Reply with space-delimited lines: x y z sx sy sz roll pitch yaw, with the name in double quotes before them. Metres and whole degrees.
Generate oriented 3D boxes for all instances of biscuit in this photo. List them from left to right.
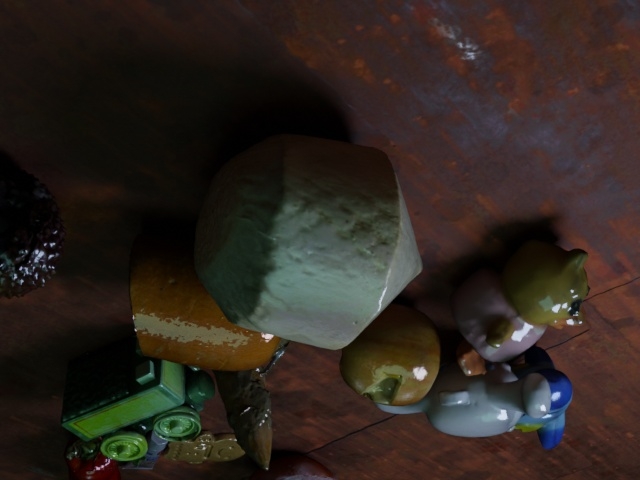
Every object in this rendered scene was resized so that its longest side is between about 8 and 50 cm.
"biscuit" -0.243 0.447 2.062 0.184 0.027 0.133 13 136 -26

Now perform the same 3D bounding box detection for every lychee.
"lychee" -0.438 -0.008 1.314 0.188 0.188 0.188 -6 142 -4

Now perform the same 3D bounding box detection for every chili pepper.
"chili pepper" -0.466 0.473 1.992 0.110 0.110 0.387 -3 148 -8

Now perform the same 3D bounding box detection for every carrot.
"carrot" -0.151 0.108 1.503 0.331 0.193 0.214 6 141 -18
"carrot" -0.130 0.278 1.679 0.102 0.263 0.102 -14 151 -8

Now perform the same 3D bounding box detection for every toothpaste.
"toothpaste" -0.364 0.448 2.030 0.067 0.043 0.194 6 146 -23

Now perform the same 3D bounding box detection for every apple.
"apple" 0.116 0.199 1.689 0.199 0.199 0.199 -6 142 -4

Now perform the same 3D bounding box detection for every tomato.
"tomato" -0.064 0.536 2.144 0.199 0.112 0.228 -36 137 19

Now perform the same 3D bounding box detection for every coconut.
"coconut" 0.000 0.000 1.332 0.329 0.328 0.329 -6 142 -4

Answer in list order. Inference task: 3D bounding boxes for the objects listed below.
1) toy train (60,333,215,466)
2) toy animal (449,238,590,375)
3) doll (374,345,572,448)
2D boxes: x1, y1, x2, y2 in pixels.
"toy train" -0.329 0.279 1.725 0.272 0.159 0.188 -23 134 18
"toy animal" 0.342 0.100 1.633 0.281 0.195 0.169 -33 97 34
"doll" 0.340 0.287 1.823 0.366 0.187 0.376 10 -175 -45
